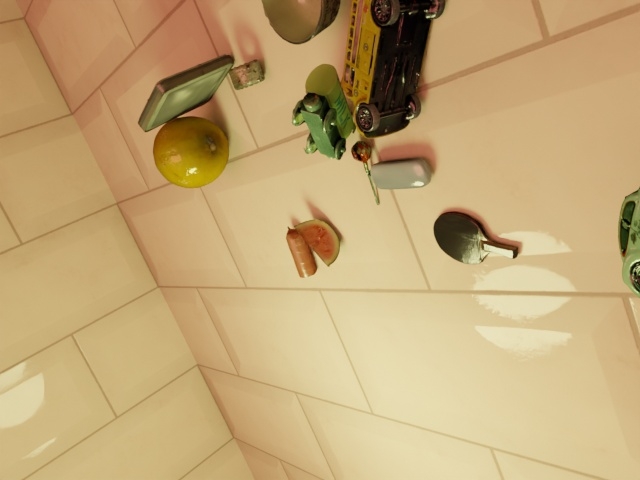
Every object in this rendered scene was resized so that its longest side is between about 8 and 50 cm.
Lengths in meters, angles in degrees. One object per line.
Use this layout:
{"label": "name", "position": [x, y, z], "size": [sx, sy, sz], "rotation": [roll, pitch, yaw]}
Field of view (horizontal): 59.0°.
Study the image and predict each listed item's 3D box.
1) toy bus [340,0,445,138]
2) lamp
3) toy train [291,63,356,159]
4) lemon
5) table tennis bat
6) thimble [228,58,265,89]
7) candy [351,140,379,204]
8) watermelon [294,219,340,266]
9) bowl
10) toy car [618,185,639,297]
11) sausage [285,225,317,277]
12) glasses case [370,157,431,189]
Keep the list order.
{"label": "toy bus", "position": [0.133, -0.384, 1.161], "size": [0.151, 0.145, 0.331], "rotation": [43, 141, 36]}
{"label": "lamp", "position": [-0.404, -0.440, 1.696], "size": [0.047, 0.266, 0.269], "rotation": [57, 146, -3]}
{"label": "toy train", "position": [0.019, -0.293, 1.313], "size": [0.105, 0.157, 0.253], "rotation": [18, 166, 19]}
{"label": "lemon", "position": [-0.412, -0.293, 1.848], "size": [0.219, 0.240, 0.240], "rotation": [-9, 109, 51]}
{"label": "table tennis bat", "position": [0.348, 0.003, 1.293], "size": [0.220, 0.019, 0.130], "rotation": [20, 131, 45]}
{"label": "thimble", "position": [-0.204, -0.463, 1.582], "size": [0.110, 0.084, 0.062], "rotation": [1, 116, 54]}
{"label": "candy", "position": [0.124, -0.169, 1.439], "size": [0.055, 0.049, 0.184], "rotation": [-118, 5, -62]}
{"label": "watermelon", "position": [0.006, 0.000, 1.693], "size": [0.163, 0.087, 0.069], "rotation": [50, 176, 15]}
{"label": "bowl", "position": [-0.031, -0.557, 1.262], "size": [0.211, 0.112, 0.211], "rotation": [33, 139, 35]}
{"label": "toy car", "position": [0.553, -0.045, 0.896], "size": [0.125, 0.136, 0.305], "rotation": [-133, 30, -56]}
{"label": "sausage", "position": [-0.064, 0.033, 1.815], "size": [0.065, 0.065, 0.169], "rotation": [1, 116, 52]}
{"label": "glasses case", "position": [0.189, -0.158, 1.349], "size": [0.178, 0.045, 0.067], "rotation": [4, 118, 52]}
